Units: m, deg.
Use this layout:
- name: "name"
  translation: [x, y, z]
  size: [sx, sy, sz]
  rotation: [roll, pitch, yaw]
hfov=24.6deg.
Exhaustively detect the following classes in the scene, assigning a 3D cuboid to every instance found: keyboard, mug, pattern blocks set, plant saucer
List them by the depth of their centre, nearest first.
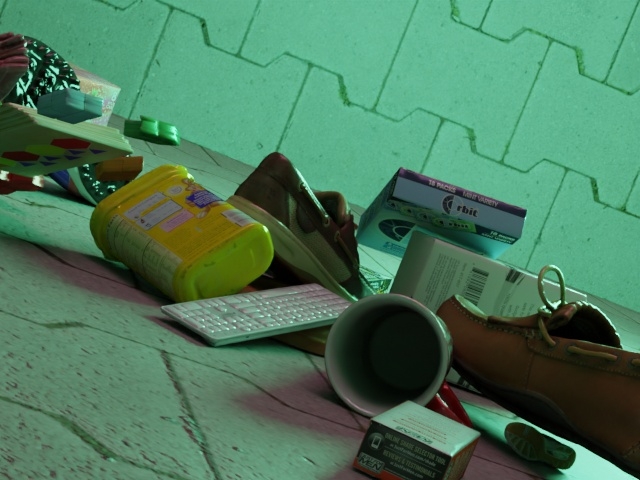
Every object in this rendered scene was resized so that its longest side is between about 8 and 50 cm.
- name: "mug"
  translation: [0.077, 0.125, 1.396]
  size: [0.113, 0.150, 0.169]
  rotation: [-14, -4, 9]
- name: "keyboard"
  translation: [-0.052, 0.070, 1.467]
  size: [0.072, 0.014, 0.256]
  rotation: [34, 21, 28]
- name: "pattern blocks set"
  translation: [-0.303, -0.102, 1.511]
  size: [0.325, 0.026, 0.285]
  rotation: [-6, -14, 31]
- name: "plant saucer"
  translation: [-0.039, 0.075, 1.598]
  size: [0.200, 0.037, 0.200]
  rotation: [21, 7, -3]

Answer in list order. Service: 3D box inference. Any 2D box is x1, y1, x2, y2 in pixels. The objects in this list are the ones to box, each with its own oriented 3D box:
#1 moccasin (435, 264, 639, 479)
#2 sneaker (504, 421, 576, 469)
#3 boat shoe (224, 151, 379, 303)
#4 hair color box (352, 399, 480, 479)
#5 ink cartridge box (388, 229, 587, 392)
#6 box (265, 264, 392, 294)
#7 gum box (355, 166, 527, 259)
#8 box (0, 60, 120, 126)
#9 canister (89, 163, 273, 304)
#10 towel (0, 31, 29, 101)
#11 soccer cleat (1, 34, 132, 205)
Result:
- name: "moccasin"
  translation: [0.244, 0.116, 1.428]
  size: [0.139, 0.147, 0.380]
  rotation: [30, -3, -28]
- name: "sneaker"
  translation: [0.208, 0.200, 1.429]
  size: [0.083, 0.032, 0.037]
  rotation: [30, -3, -22]
- name: "boat shoe"
  translation: [0.000, 0.000, 1.718]
  size: [0.123, 0.123, 0.342]
  rotation: [24, -11, 35]
- name: "hair color box"
  translation: [0.079, 0.167, 1.176]
  size: [0.072, 0.043, 0.141]
  rotation: [24, 5, 15]
- name: "ink cartridge box"
  translation: [0.182, 0.093, 1.687]
  size: [0.203, 0.148, 0.086]
  rotation: [21, 2, -16]
- name: "box"
  translation: [-0.032, 0.027, 2.003]
  size: [0.233, 0.044, 0.159]
  rotation: [23, 6, 15]
- name: "gum box"
  translation: [0.138, -0.016, 1.729]
  size: [0.157, 0.041, 0.184]
  rotation: [19, -21, -7]
- name: "box"
  translation: [-0.427, -0.187, 1.983]
  size: [0.142, 0.154, 0.300]
  rotation: [25, 6, 25]
- name: "canister"
  translation: [-0.145, -0.002, 1.529]
  size: [0.126, 0.073, 0.170]
  rotation: [-33, 41, -24]
- name: "towel"
  translation: [-0.449, -0.151, 1.345]
  size: [0.329, 0.037, 0.237]
  rotation: [-2, -6, -23]
- name: "soccer cleat"
  translation: [-0.346, -0.148, 1.845]
  size: [0.116, 0.108, 0.318]
  rotation: [18, -21, 27]
